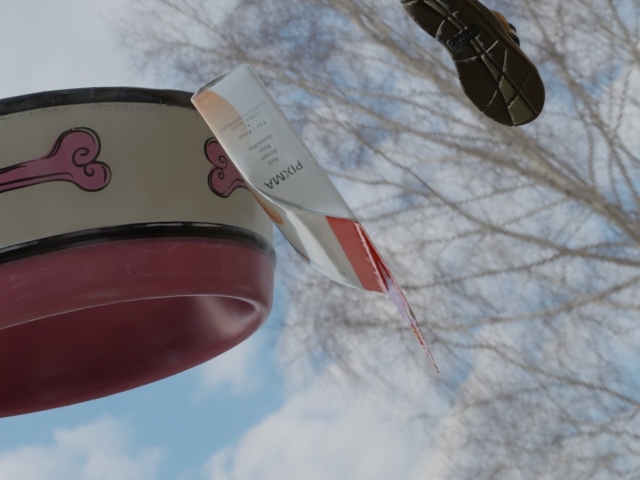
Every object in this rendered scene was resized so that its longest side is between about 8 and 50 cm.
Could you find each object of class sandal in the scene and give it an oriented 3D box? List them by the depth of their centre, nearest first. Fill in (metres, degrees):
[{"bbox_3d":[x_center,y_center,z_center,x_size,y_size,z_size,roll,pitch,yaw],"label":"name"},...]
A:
[{"bbox_3d":[0.168,-0.216,1.240,0.090,0.219,0.060,-28,22,50],"label":"sandal"}]

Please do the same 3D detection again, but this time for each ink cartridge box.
[{"bbox_3d":[0.000,0.000,0.683,0.045,0.179,0.145,-31,-22,0],"label":"ink cartridge box"}]

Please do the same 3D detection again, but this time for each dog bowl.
[{"bbox_3d":[-0.219,0.033,0.957,0.407,0.150,0.408,-15,-17,-5],"label":"dog bowl"}]
